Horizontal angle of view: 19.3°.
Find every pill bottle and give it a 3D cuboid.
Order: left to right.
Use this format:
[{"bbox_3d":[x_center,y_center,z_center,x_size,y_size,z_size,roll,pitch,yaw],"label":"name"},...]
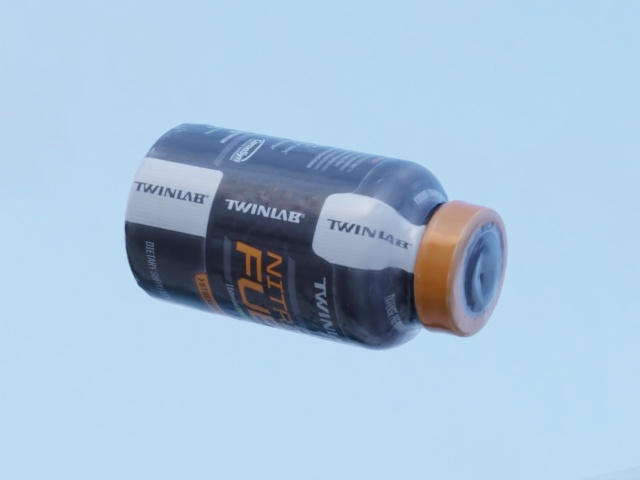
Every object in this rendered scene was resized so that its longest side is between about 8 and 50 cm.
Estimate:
[{"bbox_3d":[0.000,0.000,1.272,0.246,0.130,0.130,11,-32,29],"label":"pill bottle"}]

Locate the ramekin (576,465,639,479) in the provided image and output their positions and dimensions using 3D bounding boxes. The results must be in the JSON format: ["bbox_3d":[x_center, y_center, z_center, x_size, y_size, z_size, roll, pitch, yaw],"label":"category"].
[{"bbox_3d":[0.229,0.150,0.766,0.303,0.148,0.303,-11,-7,-1],"label":"ramekin"}]
